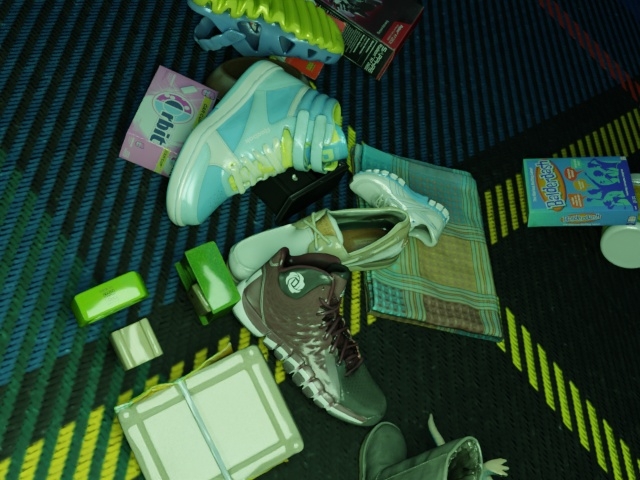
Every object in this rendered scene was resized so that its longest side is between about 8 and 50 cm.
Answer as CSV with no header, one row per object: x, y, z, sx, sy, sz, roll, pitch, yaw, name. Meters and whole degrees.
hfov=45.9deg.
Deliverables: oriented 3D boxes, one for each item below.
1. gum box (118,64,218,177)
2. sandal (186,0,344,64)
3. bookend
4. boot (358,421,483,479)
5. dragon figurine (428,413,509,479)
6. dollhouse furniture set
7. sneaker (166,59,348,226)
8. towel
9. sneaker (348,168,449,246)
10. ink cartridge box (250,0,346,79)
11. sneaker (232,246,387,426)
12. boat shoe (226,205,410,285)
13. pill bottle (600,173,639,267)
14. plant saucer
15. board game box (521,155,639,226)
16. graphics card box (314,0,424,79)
-0.244,-0.196,1.235,0.107,0.062,0.188,23,47,-13,gum box
-0.109,-0.395,1.412,0.318,0.138,0.126,17,44,-15,sandal
-0.062,-0.131,1.283,0.157,0.072,0.156,47,47,11,bookend
0.122,0.287,0.965,0.076,0.208,0.189,25,47,-12,boot
0.228,0.380,1.039,0.289,0.144,0.085,36,44,27,dragon figurine
-0.174,0.179,0.982,0.198,0.151,0.301,-25,87,-19,dollhouse furniture set
-0.080,-0.127,1.157,0.208,0.127,0.319,25,69,16,sneaker
0.190,-0.006,1.354,0.272,0.040,0.370,13,50,-20,towel
0.132,-0.052,1.288,0.191,0.071,0.082,27,54,-9,sneaker
-0.054,-0.424,1.494,0.179,0.045,0.145,29,78,-4,ink cartridge box
0.016,0.122,1.049,0.281,0.162,0.106,42,25,2,sneaker
0.000,0.000,1.175,0.303,0.103,0.113,-12,59,-25,boat shoe
0.664,-0.049,1.606,0.118,0.117,0.208,33,45,-4,pill bottle
-0.107,-0.288,1.352,0.199,0.036,0.198,6,33,-4,plant saucer
0.527,-0.101,1.548,0.210,0.047,0.160,-2,49,9,board game box
0.028,-0.529,1.634,0.371,0.094,0.232,33,46,-2,graphics card box
